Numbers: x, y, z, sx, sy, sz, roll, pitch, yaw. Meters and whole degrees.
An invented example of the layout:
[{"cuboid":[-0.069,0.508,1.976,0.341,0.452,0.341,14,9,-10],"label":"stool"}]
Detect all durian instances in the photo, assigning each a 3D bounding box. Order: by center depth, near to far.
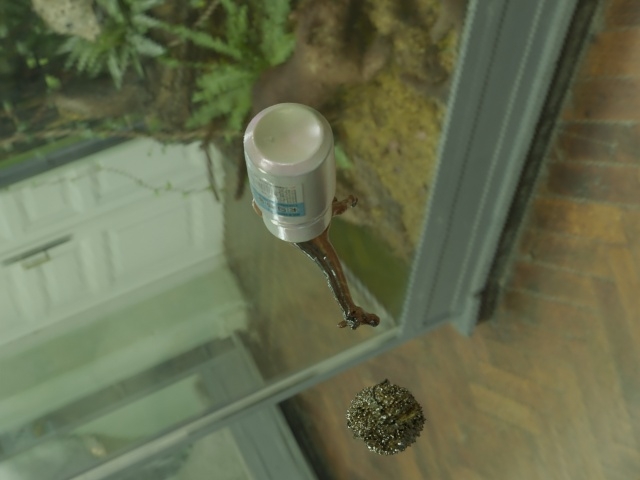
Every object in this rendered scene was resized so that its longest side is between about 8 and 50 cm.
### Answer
[{"cuboid":[0.067,0.188,1.218,0.091,0.080,0.080,-47,65,40],"label":"durian"}]

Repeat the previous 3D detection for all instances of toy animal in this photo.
[{"cuboid":[0.000,0.000,1.449,0.224,0.229,0.066,36,121,-2],"label":"toy animal"}]

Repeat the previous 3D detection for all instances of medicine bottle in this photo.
[{"cuboid":[-0.017,-0.038,0.695,0.052,0.052,0.089,57,167,26],"label":"medicine bottle"}]
